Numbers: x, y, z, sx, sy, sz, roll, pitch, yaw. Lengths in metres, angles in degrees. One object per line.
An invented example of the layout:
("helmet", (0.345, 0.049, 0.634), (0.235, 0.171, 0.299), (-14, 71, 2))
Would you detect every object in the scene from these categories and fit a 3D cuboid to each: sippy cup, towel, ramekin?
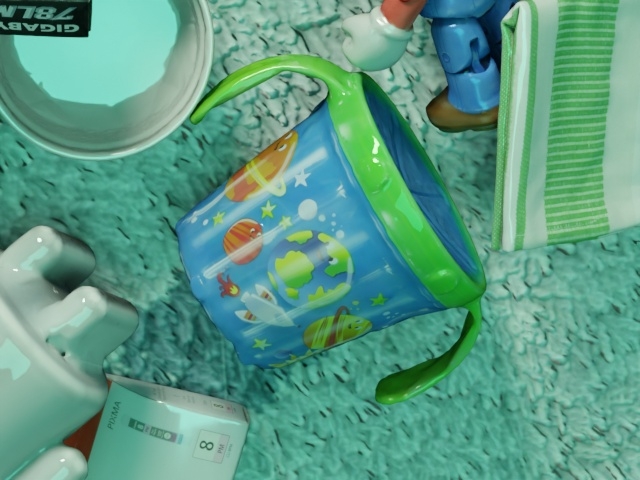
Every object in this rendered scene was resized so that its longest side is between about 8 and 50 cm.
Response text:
("sippy cup", (0.000, 0.000, 1.524), (0.224, 0.240, 0.305), (-30, 71, 12))
("towel", (0.300, -0.122, 1.554), (0.325, 0.038, 0.248), (-10, 109, -29))
("ramekin", (-0.201, -0.182, 1.490), (0.207, 0.109, 0.207), (-2, 106, -8))

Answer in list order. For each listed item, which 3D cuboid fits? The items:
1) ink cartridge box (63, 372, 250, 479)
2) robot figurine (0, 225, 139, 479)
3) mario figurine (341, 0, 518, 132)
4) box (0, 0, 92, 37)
("ink cartridge box", (-0.205, 0.229, 1.639), (0.232, 0.066, 0.189), (13, 104, -16))
("robot figurine", (-0.335, 0.140, 1.515), (0.353, 0.200, 0.300), (-39, 71, 4))
("mario figurine", (0.096, -0.266, 1.499), (0.170, 0.198, 0.320), (-11, 121, 19))
("box", (-0.331, -0.315, 1.373), (0.293, 0.073, 0.295), (0, 70, -7))
